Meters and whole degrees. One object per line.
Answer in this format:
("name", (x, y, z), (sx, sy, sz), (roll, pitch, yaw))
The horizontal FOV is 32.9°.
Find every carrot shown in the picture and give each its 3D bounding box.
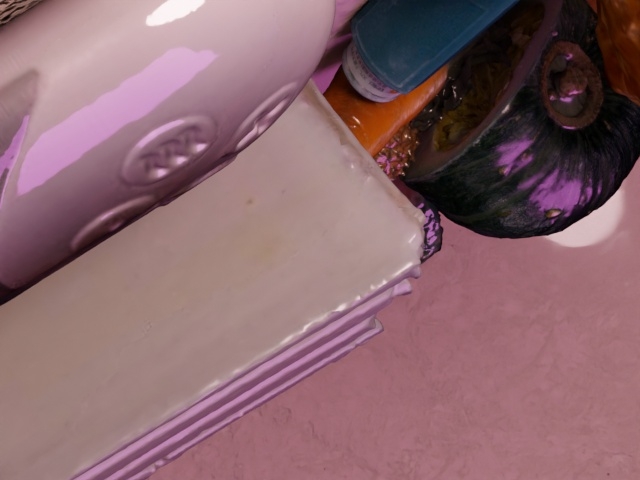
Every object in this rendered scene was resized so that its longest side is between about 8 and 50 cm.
("carrot", (0.040, -0.122, 0.968), (0.193, 0.087, 0.087), (-45, -177, -33))

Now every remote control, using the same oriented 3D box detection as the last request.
("remote control", (-0.136, -0.045, 0.543), (0.332, 0.103, 0.221), (-31, 174, -1))

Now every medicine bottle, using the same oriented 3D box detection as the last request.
("medicine bottle", (0.095, -0.185, 0.816), (0.124, 0.079, 0.258), (-36, 179, -36))

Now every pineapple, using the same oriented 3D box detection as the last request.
("pineapple", (0.097, -0.143, 1.144), (0.251, 0.125, 0.125), (-39, 175, 12))

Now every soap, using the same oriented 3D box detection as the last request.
("soap", (-0.167, 0.073, 0.818), (0.435, 0.213, 0.350), (-32, 172, -11))

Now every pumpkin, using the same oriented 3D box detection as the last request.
("pumpkin", (0.239, -0.121, 1.210), (0.263, 0.197, 0.293), (-26, -152, 56))

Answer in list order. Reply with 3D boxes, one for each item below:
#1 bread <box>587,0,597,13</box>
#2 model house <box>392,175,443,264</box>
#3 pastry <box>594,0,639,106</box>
("bread", (0.310, -0.219, 1.480), (0.375, 0.165, 0.236), (-36, 179, 32))
("model house", (0.000, 0.000, 1.406), (0.237, 0.202, 0.237), (-32, 176, -24))
("pastry", (0.372, -0.210, 0.771), (0.388, 0.388, 0.312), (-35, 149, 32))
